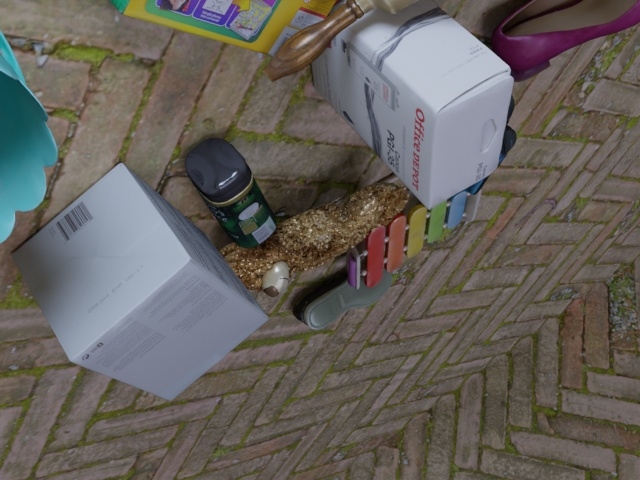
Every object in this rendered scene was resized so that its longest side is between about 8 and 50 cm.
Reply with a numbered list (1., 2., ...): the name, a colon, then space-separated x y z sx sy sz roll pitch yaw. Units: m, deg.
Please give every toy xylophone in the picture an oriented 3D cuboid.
1. toy xylophone: 0.168 -0.043 1.610 0.323 0.081 0.236 -33 150 -11

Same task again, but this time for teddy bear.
1. teddy bear: 0.000 0.000 1.388 0.338 0.113 0.245 -24 179 -30

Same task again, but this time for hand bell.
1. hand bell: 0.034 -0.266 0.969 0.242 0.126 0.126 -36 152 11

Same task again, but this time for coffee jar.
1. coffee jar: -0.131 -0.068 1.213 0.079 0.096 0.184 -38 151 -8

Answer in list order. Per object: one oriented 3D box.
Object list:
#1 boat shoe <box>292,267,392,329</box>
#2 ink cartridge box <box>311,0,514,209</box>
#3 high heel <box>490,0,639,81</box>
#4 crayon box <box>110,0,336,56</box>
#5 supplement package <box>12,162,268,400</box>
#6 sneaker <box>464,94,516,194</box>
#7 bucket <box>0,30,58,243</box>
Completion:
1. boat shoe: 0.046 0.108 1.704 0.228 0.069 0.081 -24 113 -29
2. ink cartridge box: 0.107 -0.212 1.086 0.117 0.283 0.207 -31 150 -15
3. high heel: 0.454 -0.405 1.365 0.377 0.127 0.181 -40 162 9
4. crayon box: -0.094 -0.311 0.924 0.279 0.081 0.165 2 131 -51
5. supplement package: -0.245 0.068 1.168 0.199 0.198 0.262 -40 151 1
6. sneaker: 0.262 -0.186 1.433 0.139 0.125 0.341 -61 151 -6
7. bucket: -0.402 -0.113 0.745 0.281 0.183 0.281 -29 150 -19
